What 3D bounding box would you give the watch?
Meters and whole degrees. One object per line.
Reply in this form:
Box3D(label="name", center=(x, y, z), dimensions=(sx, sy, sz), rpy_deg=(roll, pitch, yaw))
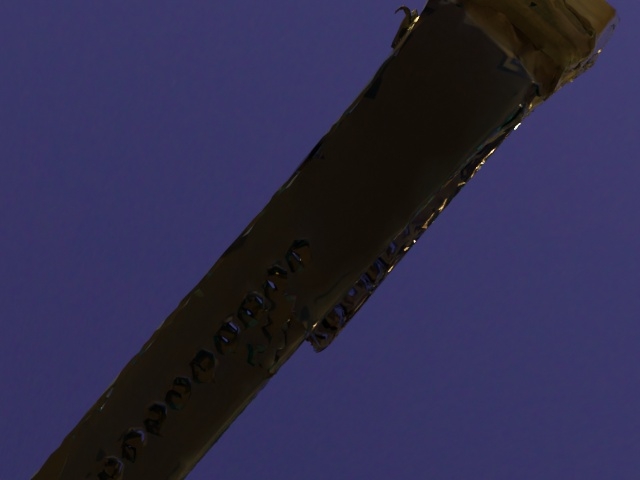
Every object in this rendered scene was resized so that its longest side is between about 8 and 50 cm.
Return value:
Box3D(label="watch", center=(-0.001, 0.000, 0.482), dimensions=(0.068, 0.274, 0.276), rpy_deg=(43, -147, 3))
